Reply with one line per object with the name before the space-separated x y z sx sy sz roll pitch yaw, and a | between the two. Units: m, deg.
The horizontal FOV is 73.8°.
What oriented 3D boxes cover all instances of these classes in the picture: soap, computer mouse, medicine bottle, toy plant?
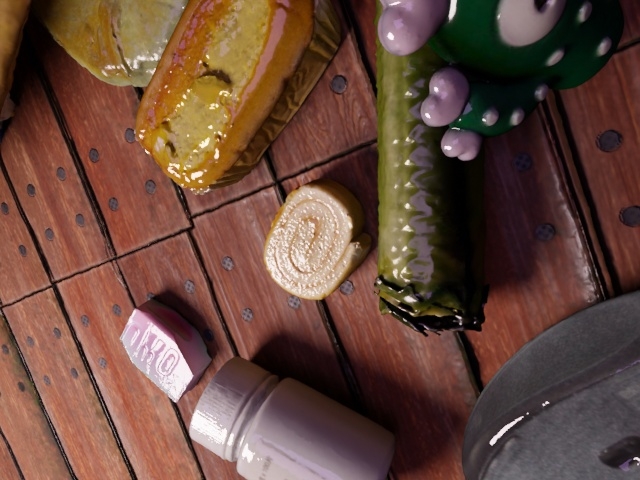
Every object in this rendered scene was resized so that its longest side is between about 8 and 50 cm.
soap | -0.248 0.168 0.679 0.149 0.056 0.100 38 109 9
computer mouse | 0.308 0.183 0.442 0.203 0.114 0.373 41 120 6
medicine bottle | -0.038 0.267 0.574 0.252 0.144 0.144 25 109 12
toy plant | 0.151 -0.202 0.341 0.232 0.112 0.243 -46 127 -3

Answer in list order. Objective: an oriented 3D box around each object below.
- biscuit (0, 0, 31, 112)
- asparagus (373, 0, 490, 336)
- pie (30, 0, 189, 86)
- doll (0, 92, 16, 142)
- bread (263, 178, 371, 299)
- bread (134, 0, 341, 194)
biscuit | -0.561 -0.261 0.617 0.429 0.104 0.446 43 112 27
asparagus | 0.118 -0.084 0.460 0.129 0.108 0.381 -2 99 0
pie | -0.263 -0.354 0.554 0.307 0.071 0.306 5 108 16
doll | -0.579 -0.190 0.729 0.228 0.057 0.113 -21 87 32
bread | 0.000 0.000 0.544 0.122 0.073 0.149 32 113 6
bread | -0.105 -0.196 0.515 0.152 0.119 0.288 44 113 11
